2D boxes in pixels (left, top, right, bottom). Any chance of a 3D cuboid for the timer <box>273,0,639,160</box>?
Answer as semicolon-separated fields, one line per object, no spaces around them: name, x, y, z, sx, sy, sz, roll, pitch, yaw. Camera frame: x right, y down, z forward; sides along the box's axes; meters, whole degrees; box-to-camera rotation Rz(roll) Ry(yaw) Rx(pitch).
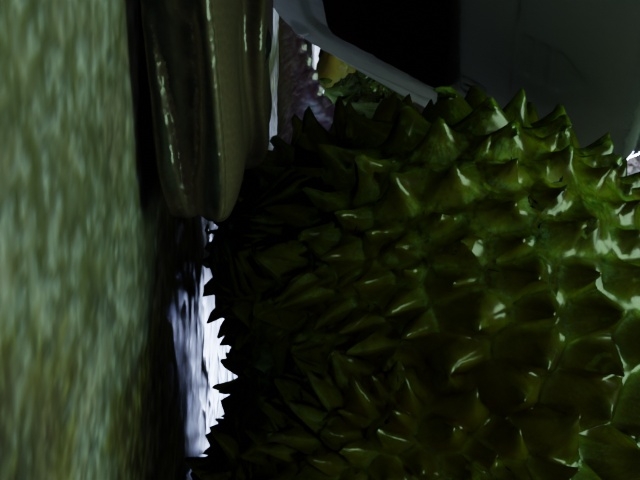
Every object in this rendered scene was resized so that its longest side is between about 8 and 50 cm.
timer;0.063;-0.134;0.541;0.087;0.237;0.262;-57;164;-16

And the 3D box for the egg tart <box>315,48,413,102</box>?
egg tart;0.049;-0.071;1.330;0.341;0.132;0.341;1;90;-88

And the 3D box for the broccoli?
broccoli;0.025;-0.097;1.086;0.120;0.131;0.130;36;46;-36

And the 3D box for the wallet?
wallet;-0.036;-0.085;0.436;0.153;0.038;0.118;-86;176;-57

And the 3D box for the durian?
durian;0.056;0.060;0.534;0.291;0.224;0.291;-175;-90;-84

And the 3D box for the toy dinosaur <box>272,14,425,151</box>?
toy dinosaur;0.004;-0.074;0.767;0.200;0.072;0.251;-65;-146;26
